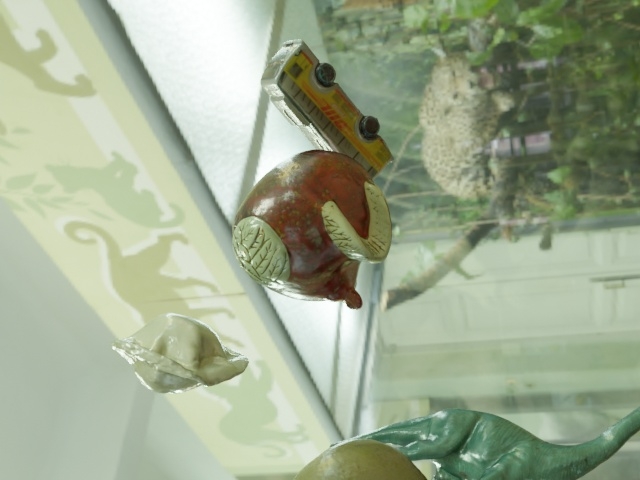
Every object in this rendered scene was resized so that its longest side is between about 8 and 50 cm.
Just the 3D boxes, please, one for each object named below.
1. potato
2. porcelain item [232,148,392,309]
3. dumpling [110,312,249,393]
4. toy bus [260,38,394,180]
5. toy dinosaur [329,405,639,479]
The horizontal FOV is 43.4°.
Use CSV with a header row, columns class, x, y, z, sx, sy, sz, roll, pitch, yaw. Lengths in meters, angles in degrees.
class,x,y,z,sx,sy,sz,roll,pitch,yaw
potato,0.058,0.322,0.872,0.235,0.178,0.160,43,178,-31
porcelain item,0.000,0.000,1.184,0.253,0.252,0.253,-6,-90,-76
dumpling,-0.211,0.195,1.323,0.252,0.179,0.132,19,-96,-55
toy bus,0.011,-0.211,1.361,0.106,0.092,0.268,-49,-64,-13
toy dinosaur,0.254,0.263,1.122,0.331,0.383,0.129,-39,-48,-28
